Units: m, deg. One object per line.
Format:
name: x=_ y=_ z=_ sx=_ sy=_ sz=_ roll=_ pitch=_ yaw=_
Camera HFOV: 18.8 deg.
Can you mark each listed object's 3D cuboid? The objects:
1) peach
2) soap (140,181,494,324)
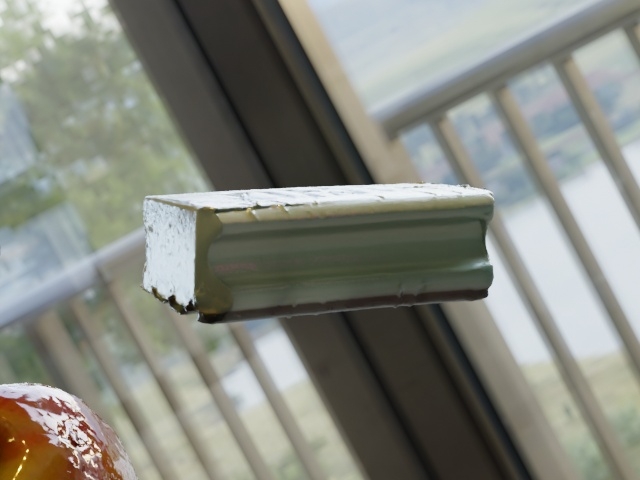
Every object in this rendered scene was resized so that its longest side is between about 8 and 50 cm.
peach: x=-0.333 y=0.323 z=2.004 sx=0.290 sy=0.372 sz=0.372 roll=10 pitch=9 yaw=4
soap: x=0.000 y=0.000 z=1.540 sx=0.261 sy=0.094 sz=0.150 roll=-5 pitch=12 yaw=-24
